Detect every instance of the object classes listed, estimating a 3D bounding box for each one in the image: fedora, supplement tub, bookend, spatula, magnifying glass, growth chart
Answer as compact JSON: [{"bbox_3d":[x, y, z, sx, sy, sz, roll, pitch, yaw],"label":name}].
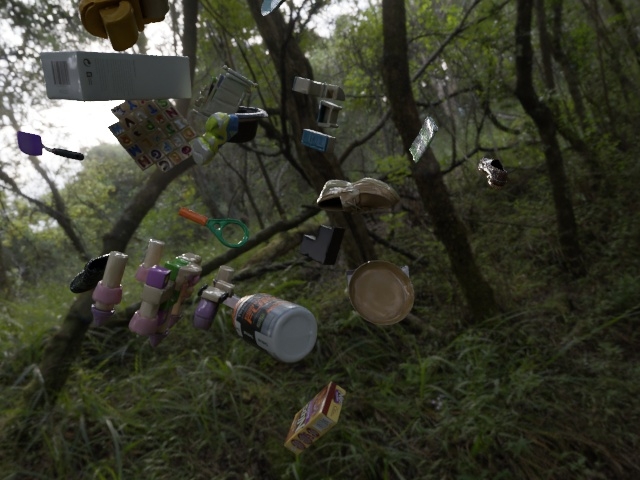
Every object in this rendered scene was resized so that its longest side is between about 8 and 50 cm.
[{"bbox_3d":[-0.419,-0.559,2.270,0.335,0.152,0.334,3,23,-1],"label":"fedora"},{"bbox_3d":[-0.171,0.294,1.635,0.194,0.193,0.316,-23,19,-34],"label":"supplement tub"},{"bbox_3d":[0.000,0.000,1.873,0.157,0.156,0.072,23,11,37],"label":"bookend"},{"bbox_3d":[-0.934,-0.314,1.617,0.297,0.084,0.030,16,23,19],"label":"spatula"},{"bbox_3d":[-0.339,-0.047,1.489,0.092,0.231,0.026,-69,10,-19],"label":"magnifying glass"},{"bbox_3d":[-0.379,-0.557,1.816,0.172,0.021,0.237,29,-70,-35],"label":"growth chart"}]

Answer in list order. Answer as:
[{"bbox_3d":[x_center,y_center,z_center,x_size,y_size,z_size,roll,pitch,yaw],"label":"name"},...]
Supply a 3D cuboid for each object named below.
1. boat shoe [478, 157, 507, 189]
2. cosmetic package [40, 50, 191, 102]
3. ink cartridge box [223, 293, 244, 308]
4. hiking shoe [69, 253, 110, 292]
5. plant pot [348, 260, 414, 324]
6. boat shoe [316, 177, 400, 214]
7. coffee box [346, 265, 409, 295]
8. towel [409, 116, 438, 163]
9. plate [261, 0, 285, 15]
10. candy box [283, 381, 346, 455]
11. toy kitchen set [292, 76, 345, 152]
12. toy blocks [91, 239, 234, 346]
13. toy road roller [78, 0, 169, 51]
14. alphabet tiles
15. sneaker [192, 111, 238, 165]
[{"bbox_3d":[0.634,-0.261,1.698,0.073,0.073,0.207,4,32,-5],"label":"boat shoe"},{"bbox_3d":[-0.723,-0.596,1.701,0.230,0.161,0.453,14,24,32],"label":"cosmetic package"},{"bbox_3d":[-0.342,0.261,1.942,0.097,0.207,0.046,51,-116,-84],"label":"ink cartridge box"},{"bbox_3d":[-0.887,0.119,1.802,0.227,0.086,0.114,-38,-14,-3],"label":"hiking shoe"},{"bbox_3d":[0.211,0.185,1.639,0.237,0.236,0.032,-24,-19,-19],"label":"plant pot"},{"bbox_3d":[0.127,-0.138,1.627,0.341,0.121,0.110,7,57,50],"label":"boat shoe"},{"bbox_3d":[0.279,0.209,2.285,0.298,0.118,0.168,-5,-18,3],"label":"coffee box"},{"bbox_3d":[0.383,-0.377,1.749,0.113,0.023,0.152,-92,24,-52],"label":"towel"},{"bbox_3d":[-0.123,-0.790,1.476,0.024,0.188,0.188,25,-35,-34],"label":"plate"},{"bbox_3d":[-0.015,0.462,1.210,0.186,0.053,0.109,-53,4,31],"label":"candy box"},{"bbox_3d":[-0.036,-0.395,1.471,0.166,0.207,0.122,-4,23,-43],"label":"toy kitchen set"},{"bbox_3d":[-0.398,0.180,1.227,0.309,0.259,0.288,20,8,2],"label":"toy blocks"},{"bbox_3d":[-0.701,-0.834,1.699,0.330,0.240,0.202,-21,-17,-17],"label":"toy road roller"},{"bbox_3d":[-0.699,-0.456,1.956,0.285,0.342,0.011,-41,3,-25],"label":"alphabet tiles"},{"bbox_3d":[-0.353,-0.349,1.621,0.126,0.091,0.240,-26,-10,-45],"label":"sneaker"}]
